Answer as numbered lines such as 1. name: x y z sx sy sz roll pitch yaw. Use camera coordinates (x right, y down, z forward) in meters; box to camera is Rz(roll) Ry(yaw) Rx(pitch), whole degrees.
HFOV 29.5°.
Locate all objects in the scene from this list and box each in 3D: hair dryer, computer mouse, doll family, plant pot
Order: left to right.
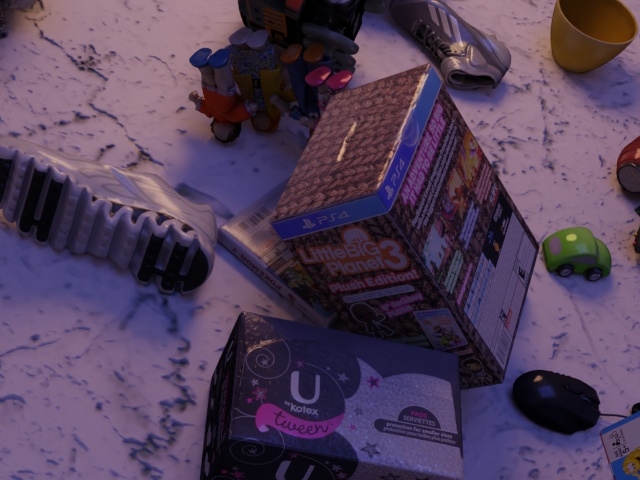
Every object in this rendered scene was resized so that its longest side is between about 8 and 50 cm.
1. doll family: -0.034 -0.181 1.545 0.263 0.163 0.118 14 51 22
2. plant pot: 0.412 -0.317 1.893 0.134 0.095 0.134 10 49 -12
3. computer mouse: 0.347 0.204 1.464 0.242 0.041 0.071 13 47 -11
4. hair dryer: 0.529 -0.070 1.758 0.224 0.080 0.293 16 58 -18

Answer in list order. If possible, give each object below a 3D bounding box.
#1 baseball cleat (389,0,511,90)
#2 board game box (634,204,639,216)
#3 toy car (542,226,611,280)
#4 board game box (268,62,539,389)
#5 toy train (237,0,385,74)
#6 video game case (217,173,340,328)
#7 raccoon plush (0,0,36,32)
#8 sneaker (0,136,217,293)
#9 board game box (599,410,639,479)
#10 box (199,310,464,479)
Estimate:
1. baseball cleat: 0.183 -0.294 1.803 0.206 0.072 0.109 27 54 7
2. board game box: 0.550 0.025 1.652 0.136 0.030 0.259 -35 85 -31
3. toy car: 0.288 0.003 1.602 0.225 0.053 0.239 7 50 -16
4. board game box: 0.107 -0.006 1.379 0.291 0.141 0.232 55 39 -28
5. toy train: -0.019 -0.316 1.603 0.190 0.334 0.142 25 90 1
6. video game case: 0.000 0.000 1.515 0.183 0.023 0.201 40 48 14
7. raccoon plush: -0.533 -0.377 1.518 0.446 0.216 0.299 15 40 -8
8. sneaker: -0.253 -0.043 1.408 0.292 0.110 0.118 26 39 -9
9. board game box: 0.429 0.353 1.234 0.308 0.086 0.302 34 35 -41
10. box: 0.012 0.195 1.272 0.247 0.142 0.163 12 48 -11
